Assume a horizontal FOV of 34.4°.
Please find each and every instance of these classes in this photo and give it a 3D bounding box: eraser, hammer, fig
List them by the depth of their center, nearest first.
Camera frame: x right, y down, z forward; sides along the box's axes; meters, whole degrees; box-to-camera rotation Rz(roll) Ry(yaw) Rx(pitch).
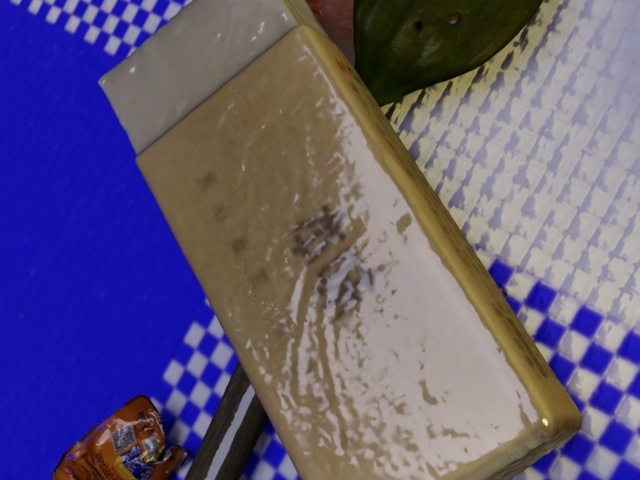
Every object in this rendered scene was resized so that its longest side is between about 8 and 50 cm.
[{"bbox_3d":[0.000,0.000,0.613,0.144,0.078,0.343,-37,69,16],"label":"eraser"},{"bbox_3d":[0.061,-0.141,0.648,0.177,0.117,0.117,-46,54,26],"label":"fig"},{"bbox_3d":[-0.069,0.157,0.664,0.111,0.043,0.365,22,85,26],"label":"hammer"}]

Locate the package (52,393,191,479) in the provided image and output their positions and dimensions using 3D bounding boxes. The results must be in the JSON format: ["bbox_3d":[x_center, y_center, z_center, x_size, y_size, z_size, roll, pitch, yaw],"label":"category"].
[{"bbox_3d":[-0.138,0.161,0.716,0.077,0.033,0.111,45,107,0],"label":"package"}]

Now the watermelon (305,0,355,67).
[{"bbox_3d":[-0.003,-0.186,0.739,0.069,0.087,0.163,148,132,-66],"label":"watermelon"}]
